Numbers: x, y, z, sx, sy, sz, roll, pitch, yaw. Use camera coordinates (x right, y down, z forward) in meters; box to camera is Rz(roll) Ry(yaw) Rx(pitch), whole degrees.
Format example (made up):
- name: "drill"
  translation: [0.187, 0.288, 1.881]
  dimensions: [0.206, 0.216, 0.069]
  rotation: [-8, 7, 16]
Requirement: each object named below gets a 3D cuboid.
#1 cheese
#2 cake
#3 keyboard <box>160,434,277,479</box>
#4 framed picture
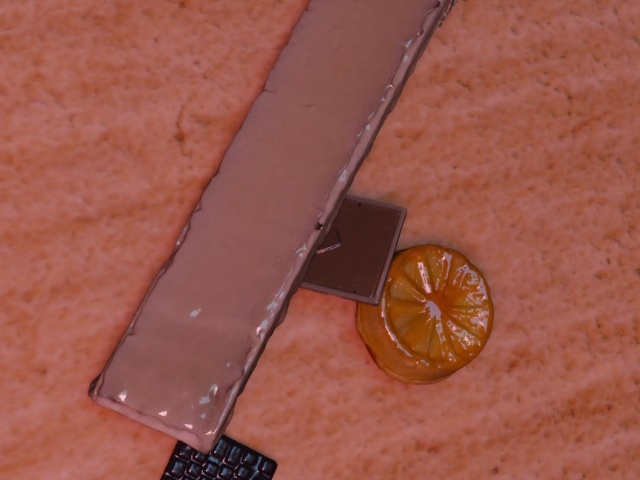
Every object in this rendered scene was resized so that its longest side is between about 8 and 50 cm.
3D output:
- name: "cheese"
  translation: [-0.008, -0.062, 1.070]
  dimensions: [0.085, 0.034, 0.400]
  rotation: [25, 68, 11]
- name: "cake"
  translation: [0.061, 0.044, 1.083]
  dimensions: [0.084, 0.044, 0.084]
  rotation: [5, 77, -21]
- name: "keyboard"
  translation: [-0.089, 0.203, 1.007]
  dimensions: [0.061, 0.013, 0.204]
  rotation: [29, 70, -13]
- name: "framed picture"
  translation: [0.000, 0.000, 1.065]
  dimensions: [0.089, 0.007, 0.066]
  rotation: [13, 66, 11]
